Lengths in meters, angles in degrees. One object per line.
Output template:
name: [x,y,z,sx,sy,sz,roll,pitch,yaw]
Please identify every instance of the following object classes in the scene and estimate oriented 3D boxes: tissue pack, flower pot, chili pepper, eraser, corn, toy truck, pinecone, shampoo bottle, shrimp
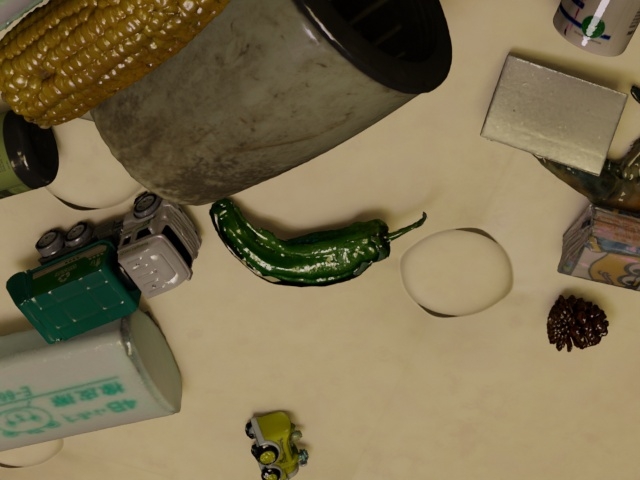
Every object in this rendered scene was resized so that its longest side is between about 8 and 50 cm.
tissue pack: [0.387,0.015,1.714,0.155,0.065,0.115,14,158,-5]
flower pot: [-0.074,-0.210,1.483,0.330,0.293,0.293,-31,119,31]
chili pepper: [0.000,0.000,1.750,0.279,0.065,0.122,0,129,8]
eraser: [0.274,-0.146,1.616,0.150,0.023,0.104,19,100,2]
corn: [-0.207,-0.203,1.349,0.322,0.119,0.119,-23,122,33]
toy truck: [-0.059,0.300,1.972,0.077,0.076,0.111,-19,126,-7]
pinecone: [0.337,0.109,1.804,0.083,0.077,0.077,2,126,-11]
shampoo bottle: [0.348,-0.345,1.464,0.092,0.092,0.303,16,126,-8]
shrimp: [0.351,-0.116,1.661,0.217,0.051,0.150,26,117,-18]
eraser: [-0.352,0.191,1.884,0.290,0.104,0.189,-14,140,14]
toy truck: [-0.281,0.041,1.766,0.253,0.124,0.114,-21,124,20]
shampoo bottle: [-0.468,-0.082,1.697,0.284,0.101,0.101,-15,123,14]

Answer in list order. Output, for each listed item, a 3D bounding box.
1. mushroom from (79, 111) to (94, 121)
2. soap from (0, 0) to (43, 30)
mushroom: [-0.254,-0.163,1.636,0.223,0.092,0.081,35,104,-28]
soap: [-0.250,-0.378,1.373,0.446,0.261,0.156,-31,118,21]
